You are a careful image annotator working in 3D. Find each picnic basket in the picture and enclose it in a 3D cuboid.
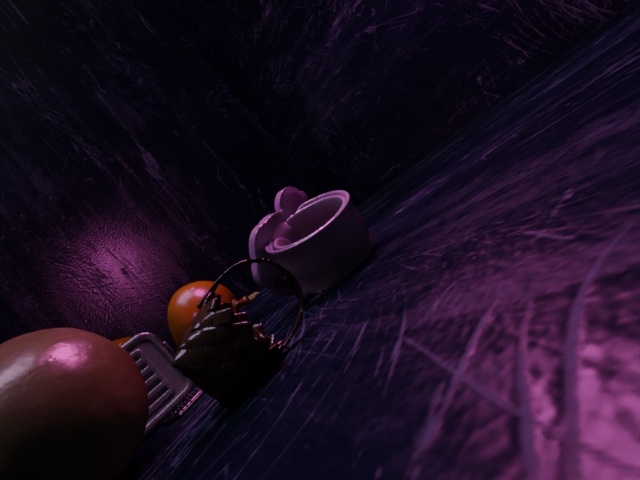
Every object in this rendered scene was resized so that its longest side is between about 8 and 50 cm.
[{"bbox_3d":[-0.099,0.107,0.559,0.179,0.128,0.138,-50,6,-12],"label":"picnic basket"}]

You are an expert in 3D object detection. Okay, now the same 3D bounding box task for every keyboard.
[{"bbox_3d":[-0.214,0.267,0.800,0.063,0.010,0.198,-36,4,30],"label":"keyboard"}]

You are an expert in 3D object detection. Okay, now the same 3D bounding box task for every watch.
[{"bbox_3d":[0.000,0.000,0.838,0.217,0.211,0.248,-14,26,38],"label":"watch"}]

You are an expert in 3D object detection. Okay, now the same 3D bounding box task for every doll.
[{"bbox_3d":[-0.288,0.195,1.167,0.235,0.214,0.213,-26,3,2],"label":"doll"}]

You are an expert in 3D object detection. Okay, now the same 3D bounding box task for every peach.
[{"bbox_3d":[-0.374,0.263,0.595,0.293,0.247,0.292,-59,-2,-4],"label":"peach"}]

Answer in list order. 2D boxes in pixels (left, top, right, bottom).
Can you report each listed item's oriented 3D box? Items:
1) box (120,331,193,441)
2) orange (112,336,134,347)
[{"bbox_3d":[-0.378,0.313,0.819,0.243,0.163,0.135,-42,-5,-36],"label":"box"},{"bbox_3d":[-0.640,0.442,1.411,0.264,0.264,0.264,-39,2,2],"label":"orange"}]
